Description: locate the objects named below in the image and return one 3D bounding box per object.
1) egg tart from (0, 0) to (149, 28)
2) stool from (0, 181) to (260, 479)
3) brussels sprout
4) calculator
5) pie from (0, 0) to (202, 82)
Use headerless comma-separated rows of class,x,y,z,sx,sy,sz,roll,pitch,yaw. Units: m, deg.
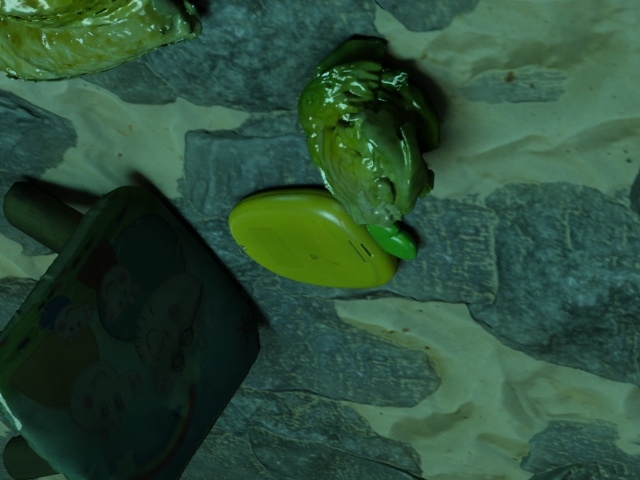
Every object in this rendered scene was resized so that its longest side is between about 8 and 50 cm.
egg tart,-0.254,-0.285,1.489,0.294,0.123,0.294,13,136,13
stool,-0.271,0.121,2.013,0.226,0.310,0.310,7,143,46
brussels sprout,0.046,-0.092,1.608,0.139,0.100,0.181,24,154,29
calculator,0.000,0.000,1.852,0.235,0.032,0.146,0,140,44
pie,-0.232,-0.209,1.692,0.282,0.068,0.128,-12,132,44
